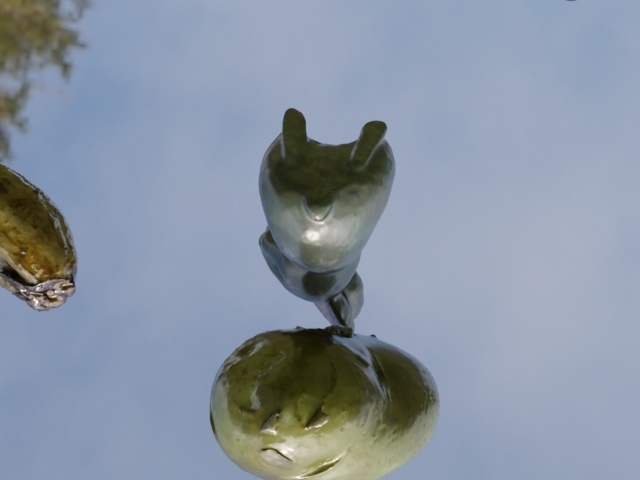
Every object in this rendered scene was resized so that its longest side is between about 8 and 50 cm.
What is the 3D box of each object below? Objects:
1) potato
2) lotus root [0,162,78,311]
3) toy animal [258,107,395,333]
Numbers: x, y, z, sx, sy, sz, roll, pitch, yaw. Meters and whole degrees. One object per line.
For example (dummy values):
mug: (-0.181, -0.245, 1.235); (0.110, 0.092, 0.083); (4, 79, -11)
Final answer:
potato: (0.005, 0.144, 1.596); (0.169, 0.143, 0.248); (38, -158, 33)
lotus root: (-0.336, -0.036, 1.809); (0.258, 0.110, 0.097); (41, -122, 5)
toy animal: (-0.003, 0.001, 1.621); (0.125, 0.251, 0.127); (37, -123, 25)
